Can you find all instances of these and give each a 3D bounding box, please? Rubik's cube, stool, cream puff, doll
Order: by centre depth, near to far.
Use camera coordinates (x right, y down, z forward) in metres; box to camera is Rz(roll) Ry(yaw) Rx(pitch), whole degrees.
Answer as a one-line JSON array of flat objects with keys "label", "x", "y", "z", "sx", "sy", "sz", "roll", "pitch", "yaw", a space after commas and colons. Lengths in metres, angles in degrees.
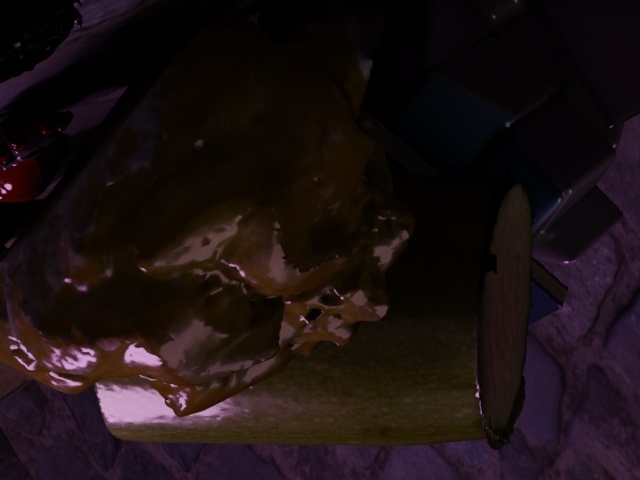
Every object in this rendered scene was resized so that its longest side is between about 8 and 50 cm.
[{"label": "doll", "x": -0.235, "y": -0.064, "z": 1.555, "sx": 0.109, "sy": 0.057, "sz": 0.169, "roll": -36, "pitch": -179, "yaw": -20}, {"label": "cream puff", "x": -0.073, "y": -0.004, "z": 1.580, "sx": 0.378, "sy": 0.275, "sz": 0.378, "roll": -47, "pitch": -172, "yaw": 9}, {"label": "stool", "x": 0.003, "y": -0.183, "z": 1.703, "sx": 0.096, "sy": 0.096, "sz": 0.110, "roll": -32, "pitch": -177, "yaw": 29}, {"label": "Rubik's cube", "x": 0.168, "y": -0.123, "z": 2.108, "sx": 0.368, "sy": 0.358, "sz": 0.387, "roll": -35, "pitch": 170, "yaw": -49}]

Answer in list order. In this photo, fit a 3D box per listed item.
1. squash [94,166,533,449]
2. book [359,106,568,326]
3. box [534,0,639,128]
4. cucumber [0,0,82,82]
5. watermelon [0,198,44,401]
[{"label": "squash", "x": -0.003, "y": 0.067, "z": 1.848, "sx": 0.384, "sy": 0.263, "sz": 0.263, "roll": 0, "pitch": -174, "yaw": 13}, {"label": "book", "x": 0.000, "y": 0.000, "z": 1.989, "sx": 0.300, "sy": 0.428, "sz": 0.039, "roll": -33, "pitch": -152, "yaw": 35}, {"label": "box", "x": 0.340, "y": -0.293, "z": 1.651, "sx": 0.345, "sy": 0.251, "sz": 0.204, "roll": -30, "pitch": 178, "yaw": -25}, {"label": "cucumber", "x": -0.204, "y": -0.107, "z": 1.128, "sx": 0.053, "sy": 0.053, "sz": 0.181, "roll": -33, "pitch": 178, "yaw": 43}, {"label": "watermelon", "x": -0.315, "y": 0.069, "z": 1.822, "sx": 0.224, "sy": 0.180, "sz": 0.305, "roll": -36, "pitch": -178, "yaw": 40}]
